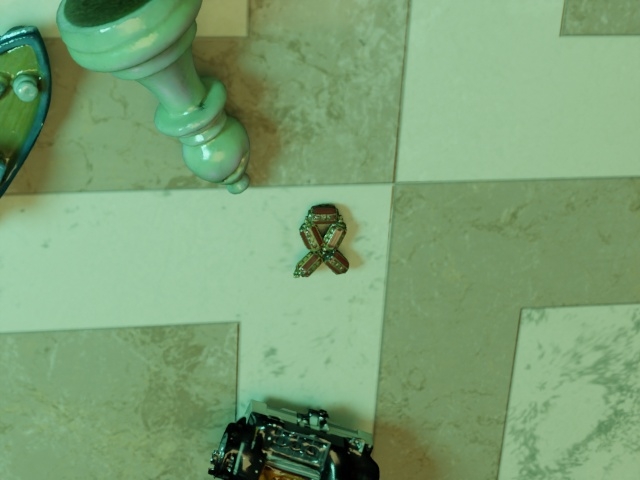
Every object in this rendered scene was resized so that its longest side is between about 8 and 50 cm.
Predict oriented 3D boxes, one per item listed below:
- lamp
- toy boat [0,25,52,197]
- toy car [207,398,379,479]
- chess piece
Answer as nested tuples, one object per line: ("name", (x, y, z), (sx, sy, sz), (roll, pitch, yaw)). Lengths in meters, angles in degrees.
("lamp", (0.000, 0.000, 1.402), (0.063, 0.031, 0.083), (-5, 115, -10))
("toy boat", (-0.327, -0.105, 1.242), (0.109, 0.098, 0.238), (21, 111, -24))
("toy car", (-0.059, 0.331, 1.513), (0.193, 0.118, 0.301), (16, 114, -9))
("chess piece", (-0.134, -0.143, 1.257), (0.139, 0.139, 0.272), (-28, 129, 4))
